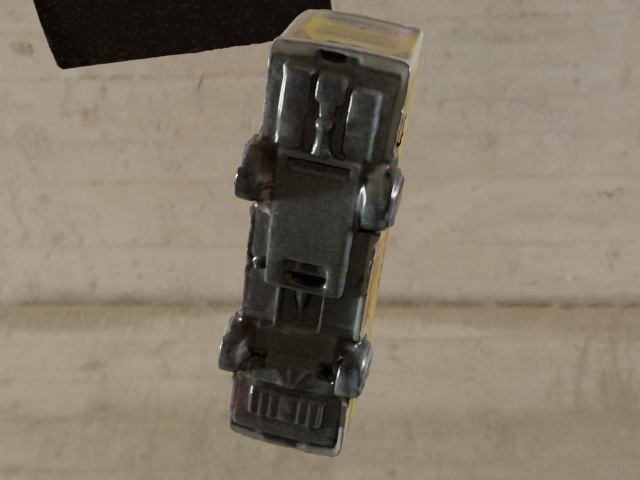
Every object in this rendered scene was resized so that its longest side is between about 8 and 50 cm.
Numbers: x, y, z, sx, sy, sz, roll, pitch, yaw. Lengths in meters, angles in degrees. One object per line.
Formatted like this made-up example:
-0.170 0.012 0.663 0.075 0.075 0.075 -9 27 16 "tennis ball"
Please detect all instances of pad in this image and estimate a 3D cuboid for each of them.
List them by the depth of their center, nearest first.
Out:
-0.162 -0.300 1.150 0.330 0.004 0.220 -5 -54 9 "pad"

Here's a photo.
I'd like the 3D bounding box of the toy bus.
0.000 0.000 0.639 0.092 0.106 0.268 13 -58 8 "toy bus"
